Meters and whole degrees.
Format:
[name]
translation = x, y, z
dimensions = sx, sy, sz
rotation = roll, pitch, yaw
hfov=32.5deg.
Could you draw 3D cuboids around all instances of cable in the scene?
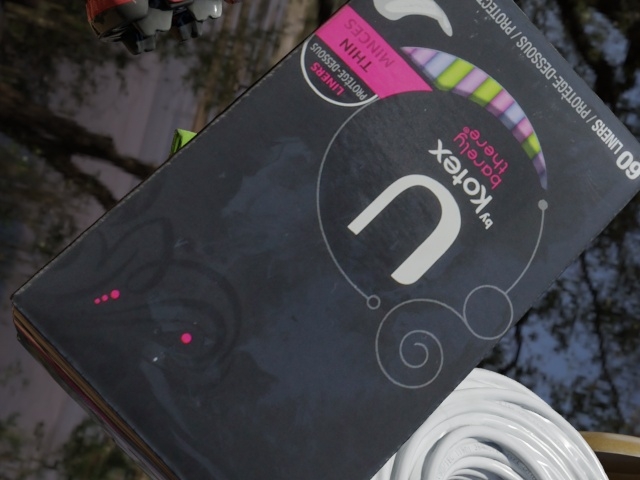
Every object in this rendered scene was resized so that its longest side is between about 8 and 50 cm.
[cable]
translation = 0.103, 0.210, 0.737
dimensions = 0.257, 0.257, 0.089
rotation = -26, 169, -46

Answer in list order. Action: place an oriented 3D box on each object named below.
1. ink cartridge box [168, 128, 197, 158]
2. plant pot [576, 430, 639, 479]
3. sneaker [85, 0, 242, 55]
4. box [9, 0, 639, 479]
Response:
[ink cartridge box]
translation = 0.000, 0.000, 0.850
dimensions = 0.189, 0.255, 0.097
rotation = 176, -73, -81
[plant pot]
translation = 0.356, 0.276, 1.370
dimensions = 0.236, 0.236, 0.032
rotation = 111, -11, -67
[sneaker]
translation = -0.027, -0.215, 0.691
dimensions = 0.097, 0.276, 0.135
rotation = -8, -79, 70
[box]
translation = 0.002, 0.006, 0.547
dimensions = 0.270, 0.165, 0.143
rotation = -45, -177, -17
